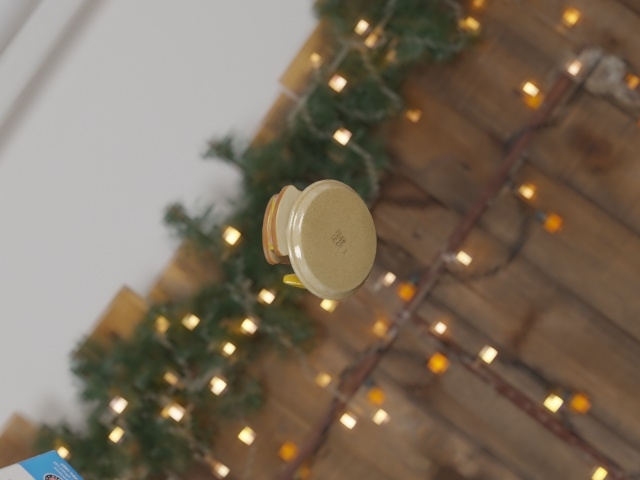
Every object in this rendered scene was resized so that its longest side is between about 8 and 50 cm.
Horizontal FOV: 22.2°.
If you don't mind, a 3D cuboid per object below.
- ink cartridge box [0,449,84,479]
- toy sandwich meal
[{"bbox_3d":[-0.237,0.258,1.229,0.203,0.148,0.086,-15,-38,-55],"label":"ink cartridge box"},{"bbox_3d":[0.000,0.000,1.043,0.029,0.085,0.085,-6,32,47],"label":"toy sandwich meal"}]
